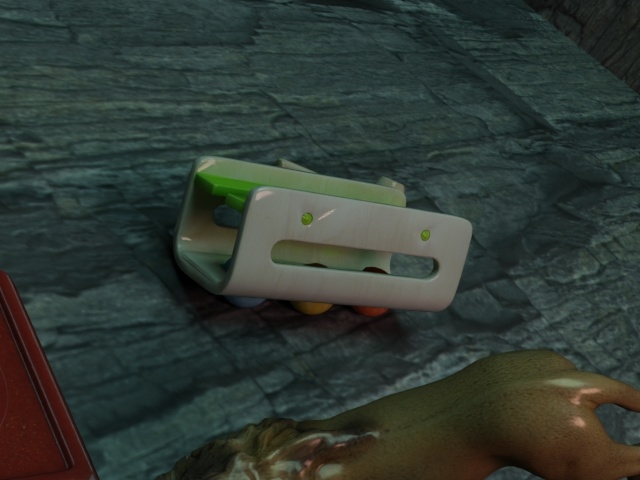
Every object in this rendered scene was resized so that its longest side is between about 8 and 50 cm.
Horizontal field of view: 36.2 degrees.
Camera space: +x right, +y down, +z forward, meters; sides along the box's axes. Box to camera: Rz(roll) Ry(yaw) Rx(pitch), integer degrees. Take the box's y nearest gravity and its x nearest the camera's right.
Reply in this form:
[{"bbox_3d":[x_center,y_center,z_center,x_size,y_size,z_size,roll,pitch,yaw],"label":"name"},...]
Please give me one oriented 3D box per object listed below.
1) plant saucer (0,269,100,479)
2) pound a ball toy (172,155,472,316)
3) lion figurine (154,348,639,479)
[{"bbox_3d":[-0.285,0.106,0.656,0.258,0.048,0.259,1,43,-42],"label":"plant saucer"},{"bbox_3d":[0.000,0.000,1.028,0.319,0.136,0.208,8,13,-36],"label":"pound a ball toy"},{"bbox_3d":[0.074,0.150,0.678,0.240,0.392,0.142,50,11,-55],"label":"lion figurine"}]
